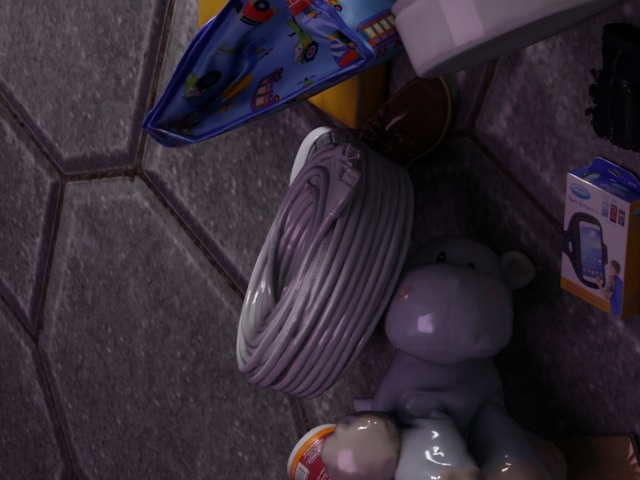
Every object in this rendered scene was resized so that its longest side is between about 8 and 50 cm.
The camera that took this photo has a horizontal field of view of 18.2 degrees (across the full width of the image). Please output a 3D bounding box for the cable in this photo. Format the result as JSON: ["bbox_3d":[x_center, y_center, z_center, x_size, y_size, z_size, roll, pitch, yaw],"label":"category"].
[{"bbox_3d":[0.000,0.026,1.935,0.257,0.089,0.257,-139,70,-75],"label":"cable"}]

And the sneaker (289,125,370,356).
[{"bbox_3d":[0.000,0.000,2.119,0.091,0.094,0.258,-145,51,-61],"label":"sneaker"}]

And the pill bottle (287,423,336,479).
[{"bbox_3d":[0.039,0.277,2.214,0.152,0.086,0.086,39,136,38],"label":"pill bottle"}]

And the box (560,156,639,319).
[{"bbox_3d":[0.255,-0.005,1.801,0.081,0.028,0.136,31,132,45],"label":"box"}]

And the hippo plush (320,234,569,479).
[{"bbox_3d":[0.146,0.123,1.913,0.234,0.294,0.236,16,103,7],"label":"hippo plush"}]

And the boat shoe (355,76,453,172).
[{"bbox_3d":[0.075,-0.105,1.979,0.064,0.060,0.178,60,146,15],"label":"boat shoe"}]

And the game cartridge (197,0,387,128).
[{"bbox_3d":[-0.024,-0.313,2.032,0.285,0.053,0.323,36,132,41],"label":"game cartridge"}]

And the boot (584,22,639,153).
[{"bbox_3d":[0.273,-0.122,1.695,0.121,0.045,0.099,39,134,49],"label":"boot"}]

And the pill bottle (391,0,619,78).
[{"bbox_3d":[0.095,-0.349,1.667,0.224,0.224,0.392,-27,84,57],"label":"pill bottle"}]

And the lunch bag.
[{"bbox_3d":[-0.021,-0.180,1.857,0.138,0.221,0.293,54,132,2],"label":"lunch bag"}]

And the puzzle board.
[{"bbox_3d":[0.272,0.233,1.918,0.128,0.011,0.096,-13,97,58],"label":"puzzle board"}]
